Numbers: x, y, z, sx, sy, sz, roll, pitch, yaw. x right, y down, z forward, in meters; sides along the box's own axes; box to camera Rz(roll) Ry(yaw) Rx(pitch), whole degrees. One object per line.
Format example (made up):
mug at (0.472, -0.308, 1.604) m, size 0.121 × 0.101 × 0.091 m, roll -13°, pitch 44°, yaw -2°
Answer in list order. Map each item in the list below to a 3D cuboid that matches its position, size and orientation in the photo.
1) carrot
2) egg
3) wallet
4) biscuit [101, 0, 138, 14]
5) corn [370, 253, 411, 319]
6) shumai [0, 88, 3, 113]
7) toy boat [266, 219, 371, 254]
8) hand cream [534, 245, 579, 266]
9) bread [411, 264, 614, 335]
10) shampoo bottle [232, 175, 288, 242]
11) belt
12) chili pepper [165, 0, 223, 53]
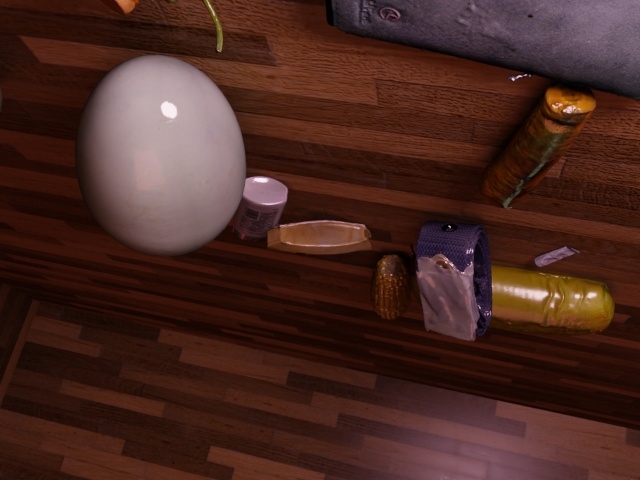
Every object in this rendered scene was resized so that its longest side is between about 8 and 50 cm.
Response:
carrot at (0.258, -0.111, 0.831) m, size 0.070 × 0.070 × 0.260 m, roll 14°, pitch 160°, yaw 2°
egg at (-0.214, -0.108, 0.924) m, size 0.230 × 0.230 × 0.371 m, roll 16°, pitch 155°, yaw -4°
wallet at (0.188, -0.215, 0.611) m, size 0.379 × 0.046 × 0.191 m, roll 12°, pitch 160°, yaw 7°
biscuit at (-0.260, -0.311, 0.609) m, size 0.165 × 0.036 × 0.250 m, roll 35°, pitch 172°, yaw 28°
corn at (0.153, 0.103, 1.477) m, size 0.091 × 0.091 × 0.260 m, roll 13°, pitch 157°, yaw 11°
shumai at (-0.687, -0.204, 0.941) m, size 0.397 × 0.324 × 0.323 m, roll -3°, pitch 141°, yaw 28°
toy boat at (0.000, 0.000, 1.290) m, size 0.206 × 0.064 × 0.072 m, roll 2°, pitch 160°, yaw -10°
hand cream at (0.411, 0.026, 1.192) m, size 0.030 × 0.019 × 0.093 m, roll 23°, pitch 152°, yaw -19°
bread at (0.369, 0.121, 1.334) m, size 0.383 × 0.112 × 0.166 m, roll 9°, pitch 160°, yaw 15°
shampoo bottle at (-0.117, -0.054, 1.270) m, size 0.086 × 0.056 × 0.227 m, roll 10°, pitch 162°, yaw -7°
belt at (0.229, 0.068, 1.199) m, size 0.126 × 0.140 × 0.230 m, roll 7°, pitch 132°, yaw 28°
chili pepper at (-0.156, -0.279, 0.641) m, size 0.072 × 0.073 × 0.204 m, roll 20°, pitch 159°, yaw 48°
